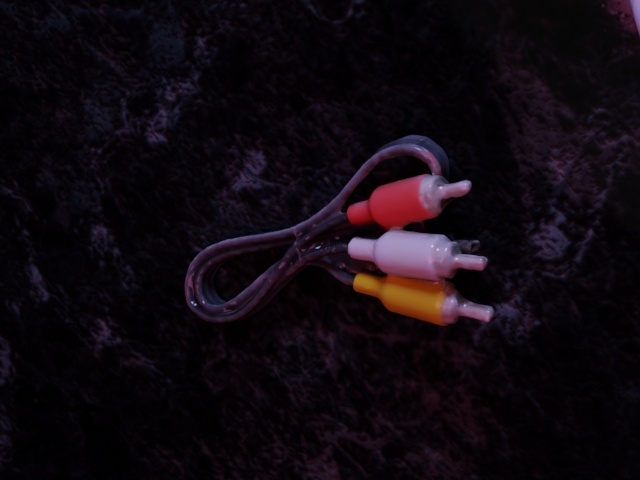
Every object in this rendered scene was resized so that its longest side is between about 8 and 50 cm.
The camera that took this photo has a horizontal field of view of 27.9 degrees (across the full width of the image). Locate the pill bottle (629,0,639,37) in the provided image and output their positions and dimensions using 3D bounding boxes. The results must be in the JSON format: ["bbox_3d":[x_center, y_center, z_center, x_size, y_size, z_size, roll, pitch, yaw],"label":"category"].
[{"bbox_3d":[0.320,-0.162,0.727,0.264,0.146,0.146,-25,93,31],"label":"pill bottle"}]

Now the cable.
[{"bbox_3d":[0.000,0.000,0.988,0.287,0.072,0.140,-5,97,29],"label":"cable"}]
